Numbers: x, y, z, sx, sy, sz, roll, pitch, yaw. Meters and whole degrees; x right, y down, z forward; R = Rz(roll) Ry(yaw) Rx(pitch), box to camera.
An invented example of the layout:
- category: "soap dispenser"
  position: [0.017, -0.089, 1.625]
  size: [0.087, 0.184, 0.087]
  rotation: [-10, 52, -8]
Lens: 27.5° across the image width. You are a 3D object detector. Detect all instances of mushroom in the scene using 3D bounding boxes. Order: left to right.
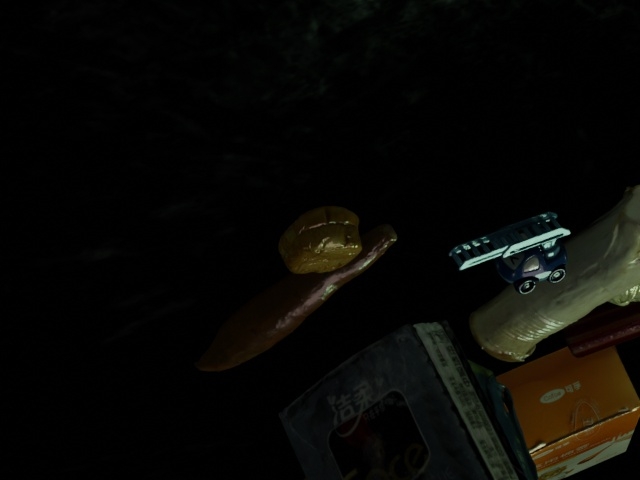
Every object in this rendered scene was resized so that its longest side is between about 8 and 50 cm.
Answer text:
- category: "mushroom"
  position: [0.303, 0.044, 1.552]
  size: [0.123, 0.095, 0.351]
  rotation: [-5, 152, -34]

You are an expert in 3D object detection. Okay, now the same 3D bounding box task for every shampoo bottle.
- category: "shampoo bottle"
  position: [0.466, 0.089, 1.798]
  size: [0.260, 0.064, 0.102]
  rotation: [-23, 178, 23]

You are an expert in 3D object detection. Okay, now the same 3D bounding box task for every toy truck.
- category: "toy truck"
  position: [0.211, 0.020, 1.457]
  size: [0.136, 0.063, 0.074]
  rotation: [-21, 135, -13]

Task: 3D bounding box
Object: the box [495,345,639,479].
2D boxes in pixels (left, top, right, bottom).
- category: "box"
  position: [0.389, 0.291, 2.148]
  size: [0.225, 0.143, 0.341]
  rotation: [-23, 157, -1]

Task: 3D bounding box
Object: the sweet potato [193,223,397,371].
- category: "sweet potato"
  position: [-0.032, 0.063, 1.320]
  size: [0.264, 0.057, 0.057]
  rotation: [-36, 155, 25]

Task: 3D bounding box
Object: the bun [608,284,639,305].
- category: "bun"
  position: [0.410, 0.059, 1.746]
  size: [0.086, 0.054, 0.086]
  rotation: [-19, 157, -8]

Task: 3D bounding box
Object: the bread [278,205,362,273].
- category: "bread"
  position: [0.000, 0.000, 1.218]
  size: [0.081, 0.046, 0.083]
  rotation: [-17, 160, 0]

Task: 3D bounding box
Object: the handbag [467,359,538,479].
- category: "handbag"
  position: [0.187, 0.316, 1.864]
  size: [0.222, 0.241, 0.263]
  rotation: [-26, 159, 11]

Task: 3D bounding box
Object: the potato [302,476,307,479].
- category: "potato"
  position: [0.117, 0.401, 2.114]
  size: [0.369, 0.176, 0.195]
  rotation: [2, 174, -40]

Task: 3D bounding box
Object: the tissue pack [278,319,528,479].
- category: "tissue pack"
  position: [0.123, 0.311, 1.635]
  size: [0.259, 0.361, 0.122]
  rotation: [-36, 159, 30]
